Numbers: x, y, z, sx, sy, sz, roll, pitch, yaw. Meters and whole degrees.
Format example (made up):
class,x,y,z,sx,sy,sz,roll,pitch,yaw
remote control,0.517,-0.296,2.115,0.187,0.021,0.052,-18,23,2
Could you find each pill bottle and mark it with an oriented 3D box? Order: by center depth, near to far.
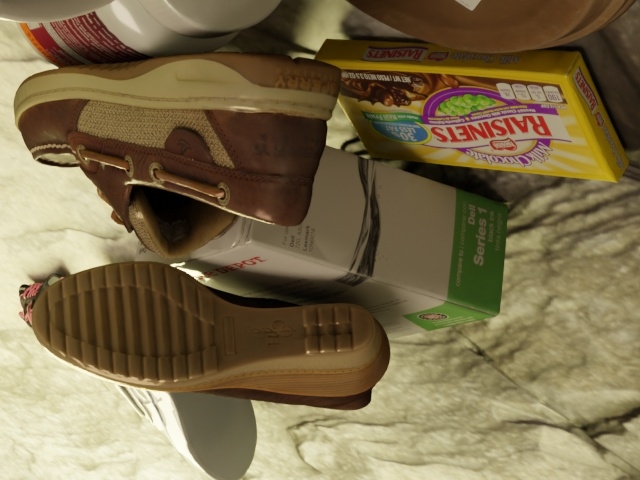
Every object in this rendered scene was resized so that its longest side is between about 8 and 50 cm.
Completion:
class,x,y,z,sx,sy,sz,roll,pitch,yaw
pill bottle,-0.111,-0.173,1.247,0.121,0.121,0.221,44,161,-22

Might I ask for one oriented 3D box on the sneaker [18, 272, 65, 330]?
class,x,y,z,sx,sy,sz,roll,pitch,yaw
sneaker,-0.276,0.060,1.900,0.057,0.047,0.119,40,151,9

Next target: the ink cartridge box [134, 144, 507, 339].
class,x,y,z,sx,sy,sz,roll,pitch,yaw
ink cartridge box,0.000,0.000,1.392,0.219,0.093,0.160,18,161,-32

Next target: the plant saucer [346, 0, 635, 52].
class,x,y,z,sx,sy,sz,roll,pitch,yaw
plant saucer,0.065,-0.207,1.146,0.278,0.041,0.278,23,151,14

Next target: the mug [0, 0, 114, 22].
class,x,y,z,sx,sy,sz,roll,pitch,yaw
mug,-0.278,-0.236,1.093,0.328,0.374,0.276,14,165,39

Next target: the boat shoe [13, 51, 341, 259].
class,x,y,z,sx,sy,sz,roll,pitch,yaw
boat shoe,-0.104,-0.049,1.251,0.123,0.123,0.342,2,179,-36

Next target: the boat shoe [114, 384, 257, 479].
class,x,y,z,sx,sy,sz,roll,pitch,yaw
boat shoe,-0.148,0.125,1.839,0.084,0.095,0.258,5,131,47

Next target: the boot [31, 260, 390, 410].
class,x,y,z,sx,sy,sz,roll,pitch,yaw
boot,-0.076,0.087,1.391,0.248,0.090,0.207,4,163,-1

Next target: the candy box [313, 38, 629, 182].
class,x,y,z,sx,sy,sz,roll,pitch,yaw
candy box,0.100,-0.089,1.309,0.206,0.027,0.105,7,147,38
